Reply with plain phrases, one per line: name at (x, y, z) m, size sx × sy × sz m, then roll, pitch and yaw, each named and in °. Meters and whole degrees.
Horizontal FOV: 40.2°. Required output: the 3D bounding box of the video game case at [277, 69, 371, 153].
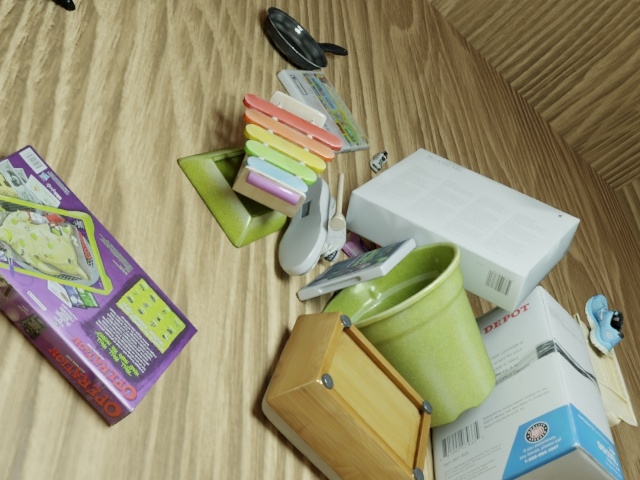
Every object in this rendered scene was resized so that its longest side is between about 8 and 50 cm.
video game case at (0.012, -0.307, 2.073) m, size 0.227 × 0.026 × 0.206 m, roll 57°, pitch 28°, yaw 8°

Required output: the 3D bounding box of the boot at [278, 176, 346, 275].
boot at (0.000, 0.000, 1.627) m, size 0.123 × 0.095 × 0.258 m, roll 53°, pitch 31°, yaw -31°

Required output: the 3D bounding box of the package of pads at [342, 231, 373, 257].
package of pads at (0.080, 0.023, 1.793) m, size 0.083 × 0.032 × 0.050 m, roll 45°, pitch 27°, yaw -17°

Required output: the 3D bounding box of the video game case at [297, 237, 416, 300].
video game case at (0.069, 0.051, 1.594) m, size 0.190 × 0.173 × 0.022 m, roll -33°, pitch 103°, yaw -63°

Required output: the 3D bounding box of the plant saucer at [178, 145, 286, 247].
plant saucer at (-0.142, -0.093, 1.568) m, size 0.188 × 0.045 × 0.188 m, roll 56°, pitch 28°, yaw 4°

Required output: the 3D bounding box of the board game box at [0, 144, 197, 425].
board game box at (-0.325, 0.049, 1.126) m, size 0.347 × 0.056 × 0.208 m, roll 50°, pitch 24°, yaw -7°

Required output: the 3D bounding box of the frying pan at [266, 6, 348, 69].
frying pan at (-0.045, -0.505, 2.179) m, size 0.197 × 0.053 × 0.326 m, roll 47°, pitch 23°, yaw -4°

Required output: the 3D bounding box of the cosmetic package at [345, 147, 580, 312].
cosmetic package at (0.282, -0.034, 1.737) m, size 0.377 × 0.097 × 0.284 m, roll 28°, pitch 39°, yaw 24°

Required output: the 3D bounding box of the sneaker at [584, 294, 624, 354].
sneaker at (0.605, 0.169, 1.829) m, size 0.063 × 0.073 × 0.162 m, roll 39°, pitch 31°, yaw -20°

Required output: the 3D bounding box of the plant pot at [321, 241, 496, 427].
plant pot at (0.179, 0.182, 1.559) m, size 0.254 × 0.276 × 0.276 m, roll 61°, pitch 26°, yaw -12°

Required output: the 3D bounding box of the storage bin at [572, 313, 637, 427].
storage bin at (0.493, 0.332, 1.832) m, size 0.123 × 0.262 × 0.260 m, roll 37°, pitch 32°, yaw -27°

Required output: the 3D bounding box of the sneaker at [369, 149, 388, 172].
sneaker at (0.145, -0.197, 2.139) m, size 0.032 × 0.037 × 0.083 m, roll 46°, pitch 30°, yaw -18°

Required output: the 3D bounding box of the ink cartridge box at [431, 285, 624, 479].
ink cartridge box at (0.362, 0.317, 1.619) m, size 0.166 × 0.285 × 0.395 m, roll 41°, pitch 30°, yaw -25°

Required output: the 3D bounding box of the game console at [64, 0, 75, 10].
game console at (-0.484, -0.445, 1.478) m, size 0.122 × 0.071 × 0.107 m, roll 62°, pitch -1°, yaw 14°

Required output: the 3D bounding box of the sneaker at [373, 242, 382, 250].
sneaker at (0.215, -0.016, 1.901) m, size 0.314 × 0.136 × 0.116 m, roll -57°, pitch 131°, yaw -63°

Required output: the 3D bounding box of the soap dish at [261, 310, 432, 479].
soap dish at (0.054, 0.268, 1.382) m, size 0.291 × 0.118 × 0.229 m, roll 48°, pitch 28°, yaw -14°

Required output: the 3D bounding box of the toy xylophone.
toy xylophone at (-0.045, -0.142, 1.579) m, size 0.236 × 0.081 × 0.322 m, roll 21°, pitch 35°, yaw -16°
